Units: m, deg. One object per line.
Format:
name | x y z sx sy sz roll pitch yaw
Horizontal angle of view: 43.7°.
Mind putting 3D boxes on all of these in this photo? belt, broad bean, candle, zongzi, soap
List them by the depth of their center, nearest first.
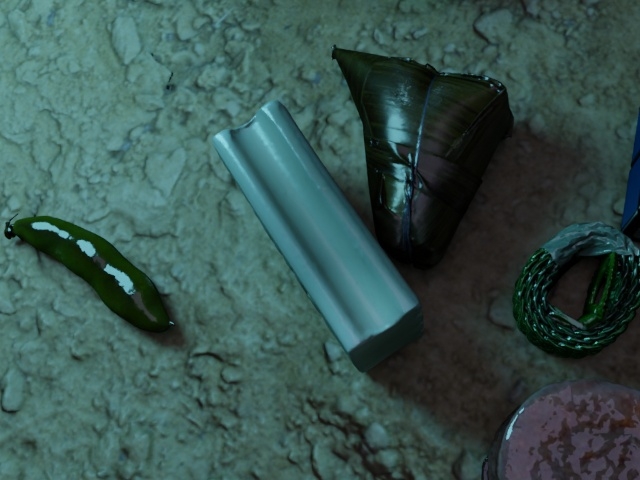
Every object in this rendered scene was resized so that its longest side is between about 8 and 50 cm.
candle | 0.308 0.284 0.732 0.287 0.131 0.317 -6 73 2
belt | 0.272 0.048 0.835 0.121 0.079 0.151 34 79 16
soap | 0.000 0.000 0.842 0.087 0.160 0.266 -32 72 -3
zongzi | 0.069 -0.104 0.898 0.242 0.112 0.221 23 77 22
broad bean | -0.264 0.028 0.927 0.254 0.046 0.065 31 85 17

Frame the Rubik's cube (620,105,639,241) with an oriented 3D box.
Rubik's cube | 0.421 -0.086 0.806 0.180 0.183 0.167 12 76 9
